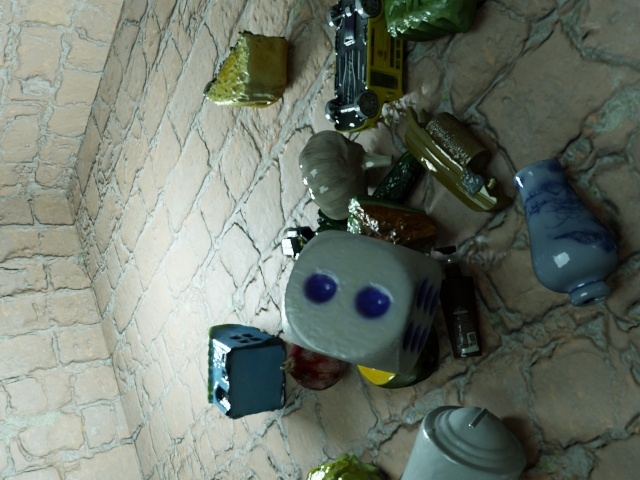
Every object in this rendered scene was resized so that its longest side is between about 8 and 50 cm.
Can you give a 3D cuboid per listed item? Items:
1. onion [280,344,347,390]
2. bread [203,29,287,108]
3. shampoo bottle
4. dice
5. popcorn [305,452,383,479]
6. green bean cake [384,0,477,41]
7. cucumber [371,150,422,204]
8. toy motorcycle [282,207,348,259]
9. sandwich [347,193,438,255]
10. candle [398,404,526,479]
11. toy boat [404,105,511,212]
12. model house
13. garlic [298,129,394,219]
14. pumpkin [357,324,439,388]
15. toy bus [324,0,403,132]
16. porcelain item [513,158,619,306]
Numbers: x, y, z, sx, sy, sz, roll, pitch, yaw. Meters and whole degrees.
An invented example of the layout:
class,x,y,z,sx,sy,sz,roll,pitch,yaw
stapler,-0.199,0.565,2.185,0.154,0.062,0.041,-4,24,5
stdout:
class,x,y,z,sx,sy,sz,roll,pitch,yaw
onion,-0.025,0.326,1.636,0.159,0.195,0.160,0,90,44
bread,-0.189,-0.470,1.785,0.262,0.204,0.163,-47,69,40
shampoo bottle,0.289,0.129,1.304,0.067,0.068,0.236,-21,75,56
dice,0.089,0.123,1.236,0.251,0.259,0.243,13,81,21
popcorn,0.058,0.655,1.573,0.221,0.183,0.204,-18,85,51
green bean cake,0.231,-0.543,1.272,0.222,0.124,0.248,-1,93,53
cucumber,0.169,-0.114,1.439,0.241,0.074,0.074,-56,51,38
toy motorcycle,0.000,0.000,1.636,0.274,0.124,0.187,-1,102,53
sandwich,0.154,-0.022,1.360,0.160,0.184,0.109,-107,31,-65
candle,0.282,0.465,1.231,0.221,0.221,0.343,37,118,45
toy boat,0.279,-0.179,1.273,0.310,0.089,0.115,54,130,36
model house,-0.262,0.397,1.953,0.303,0.215,0.237,13,104,57
garlic,0.072,-0.173,1.478,0.212,0.218,0.219,-17,79,28
pumpkin,0.156,0.181,1.436,0.222,0.139,0.317,-51,51,46
toy bus,0.109,-0.414,1.426,0.144,0.152,0.330,7,96,58
porcelain item,0.421,-0.013,1.072,0.141,0.141,0.259,-45,51,45
